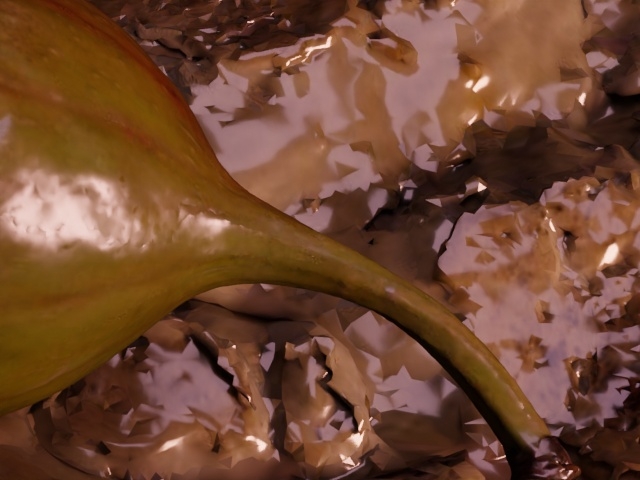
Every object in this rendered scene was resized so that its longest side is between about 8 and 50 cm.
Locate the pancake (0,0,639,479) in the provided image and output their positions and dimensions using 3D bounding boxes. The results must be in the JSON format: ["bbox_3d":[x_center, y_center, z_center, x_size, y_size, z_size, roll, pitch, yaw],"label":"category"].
[{"bbox_3d":[-0.001,0.001,0.614,0.386,0.082,0.387,4,47,-4],"label":"pancake"}]

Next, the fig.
[{"bbox_3d":[-0.044,0.005,0.477,0.236,0.124,0.124,17,43,-1],"label":"fig"}]
